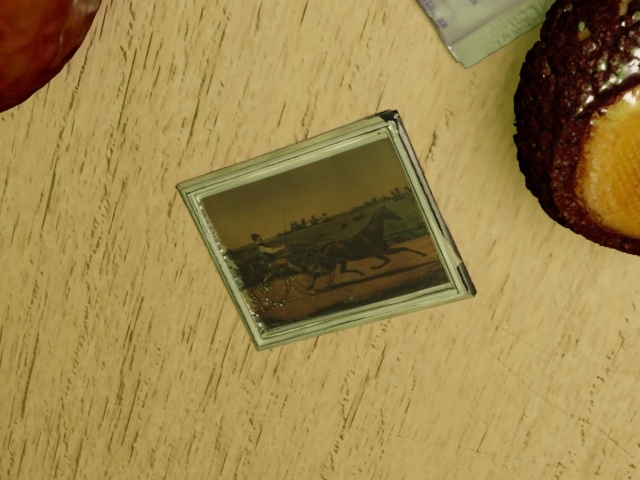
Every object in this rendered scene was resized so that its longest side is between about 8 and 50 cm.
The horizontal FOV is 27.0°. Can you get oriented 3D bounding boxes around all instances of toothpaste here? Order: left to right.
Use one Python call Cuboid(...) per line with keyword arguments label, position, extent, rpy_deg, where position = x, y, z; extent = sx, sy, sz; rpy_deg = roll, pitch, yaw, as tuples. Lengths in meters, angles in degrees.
Cuboid(label="toothpaste", position=(0.082, -0.277, 1.092), extent=(0.282, 0.068, 0.099), rpy_deg=(53, 149, -15))

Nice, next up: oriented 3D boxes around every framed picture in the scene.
Cuboid(label="framed picture", position=(0.000, 0.000, 1.279), extent=(0.252, 0.014, 0.197), rpy_deg=(-17, 106, 28))

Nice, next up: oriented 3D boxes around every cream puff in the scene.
Cuboid(label="cream puff", position=(0.260, -0.107, 1.019), extent=(0.239, 0.165, 0.239), rpy_deg=(-3, 129, -4))

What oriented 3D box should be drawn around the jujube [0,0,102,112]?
Cuboid(label="jujube", position=(-0.310, -0.292, 1.137), extent=(0.276, 0.276, 0.377), rpy_deg=(24, 133, 10))
